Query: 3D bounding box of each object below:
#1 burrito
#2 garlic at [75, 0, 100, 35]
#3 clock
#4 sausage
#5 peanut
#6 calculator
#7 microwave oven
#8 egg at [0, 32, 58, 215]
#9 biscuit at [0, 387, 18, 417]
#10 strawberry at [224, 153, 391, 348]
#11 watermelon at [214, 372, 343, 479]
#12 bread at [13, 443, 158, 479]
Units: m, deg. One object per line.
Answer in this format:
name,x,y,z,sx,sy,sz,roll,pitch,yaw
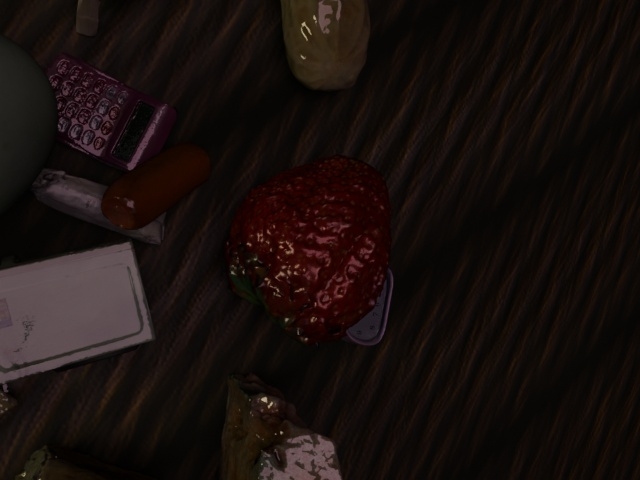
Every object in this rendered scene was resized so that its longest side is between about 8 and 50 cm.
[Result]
burrito,-0.319,-0.052,0.821,0.203,0.064,0.064,22,82,-23
garlic,-0.307,-0.390,0.807,0.131,0.127,0.194,13,111,-4
clock,0.065,0.107,0.983,0.110,0.050,0.152,12,85,-22
sausage,-0.232,-0.085,0.819,0.076,0.076,0.197,55,43,-13
peanut,0.002,-0.403,0.910,0.152,0.152,0.313,-6,90,-22
calculator,-0.323,-0.183,0.834,0.191,0.034,0.126,26,81,-15
microwave oven,-0.349,0.089,0.770,0.205,0.129,0.163,-13,97,-22
egg,-0.496,-0.111,0.629,0.389,0.276,0.276,-28,100,-22
biscuit,-0.561,0.179,0.730,0.290,0.038,0.141,42,76,-15
strawberry,0.000,0.000,0.854,0.250,0.238,0.288,44,79,-19
watermelon,-0.063,0.366,0.820,0.151,0.264,0.301,14,81,-23
bread,-0.330,0.404,0.752,0.246,0.176,0.195,29,77,-20
